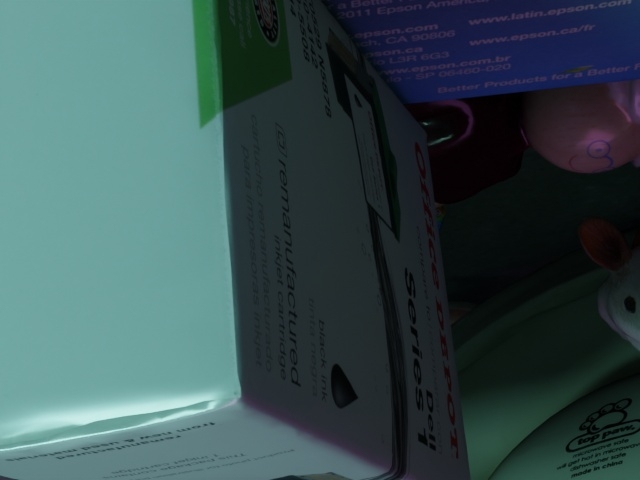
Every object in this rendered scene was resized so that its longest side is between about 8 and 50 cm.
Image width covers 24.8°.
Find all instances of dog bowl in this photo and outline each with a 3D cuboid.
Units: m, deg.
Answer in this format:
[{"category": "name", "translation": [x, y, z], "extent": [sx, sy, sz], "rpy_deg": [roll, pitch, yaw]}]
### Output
[{"category": "dog bowl", "translation": [0.189, 0.160, 0.923], "extent": [0.408, 0.408, 0.150], "rpy_deg": [-22, 113, 36]}]

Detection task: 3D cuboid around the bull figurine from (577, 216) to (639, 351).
[{"category": "bull figurine", "translation": [0.270, -0.030, 0.765], "extent": [0.188, 0.101, 0.310], "rpy_deg": [-26, -179, 41]}]

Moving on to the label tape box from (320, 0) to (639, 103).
[{"category": "label tape box", "translation": [0.020, -0.155, 0.436], "extent": [0.240, 0.106, 0.334], "rpy_deg": [-6, 160, 1]}]

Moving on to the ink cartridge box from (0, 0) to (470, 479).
[{"category": "ink cartridge box", "translation": [-0.027, 0.004, 0.473], "extent": [0.092, 0.160, 0.219], "rpy_deg": [-12, 160, 18]}]

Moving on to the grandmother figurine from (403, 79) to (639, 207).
[{"category": "grandmother figurine", "translation": [0.029, -0.050, 0.743], "extent": [0.342, 0.104, 0.208], "rpy_deg": [-10, 168, 16]}]

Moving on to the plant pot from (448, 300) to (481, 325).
[{"category": "plant pot", "translation": [0.058, 0.186, 1.221], "extent": [0.256, 0.257, 0.274], "rpy_deg": [0, 175, -18]}]

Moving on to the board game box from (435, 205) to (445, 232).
[{"category": "board game box", "translation": [0.000, 0.000, 0.935], "extent": [0.141, 0.048, 0.170], "rpy_deg": [-3, 160, -4]}]
